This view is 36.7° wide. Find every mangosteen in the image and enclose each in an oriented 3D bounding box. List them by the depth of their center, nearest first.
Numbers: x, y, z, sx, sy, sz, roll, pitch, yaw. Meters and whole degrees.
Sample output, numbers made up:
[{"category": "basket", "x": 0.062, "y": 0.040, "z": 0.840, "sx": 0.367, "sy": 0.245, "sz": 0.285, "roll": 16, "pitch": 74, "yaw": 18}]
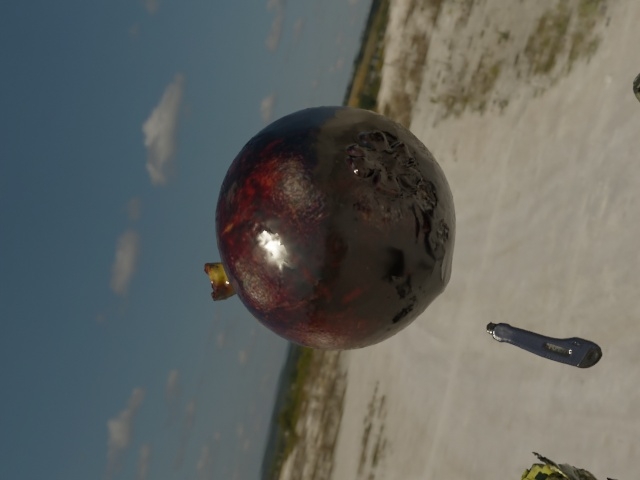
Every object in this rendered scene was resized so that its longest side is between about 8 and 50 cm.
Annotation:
[{"category": "mangosteen", "x": 0.014, "y": -0.004, "z": 1.129, "sx": 0.297, "sy": 0.297, "sz": 0.293, "roll": -75, "pitch": 2, "yaw": -57}]

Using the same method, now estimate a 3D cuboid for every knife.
[{"category": "knife", "x": 0.232, "y": 0.106, "z": 1.006, "sx": 0.018, "sy": 0.121, "sz": 0.031, "roll": 6, "pitch": -80, "yaw": -77}]

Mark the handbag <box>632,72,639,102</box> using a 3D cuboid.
[{"category": "handbag", "x": 0.590, "y": -0.156, "z": 1.131, "sx": 0.325, "sy": 0.327, "sz": 0.162, "roll": -32, "pitch": -8, "yaw": -20}]

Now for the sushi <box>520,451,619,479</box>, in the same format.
[{"category": "sushi", "x": 0.377, "y": 0.383, "z": 1.268, "sx": 0.139, "sy": 0.291, "sz": 0.131, "roll": -65, "pitch": 18, "yaw": 14}]
